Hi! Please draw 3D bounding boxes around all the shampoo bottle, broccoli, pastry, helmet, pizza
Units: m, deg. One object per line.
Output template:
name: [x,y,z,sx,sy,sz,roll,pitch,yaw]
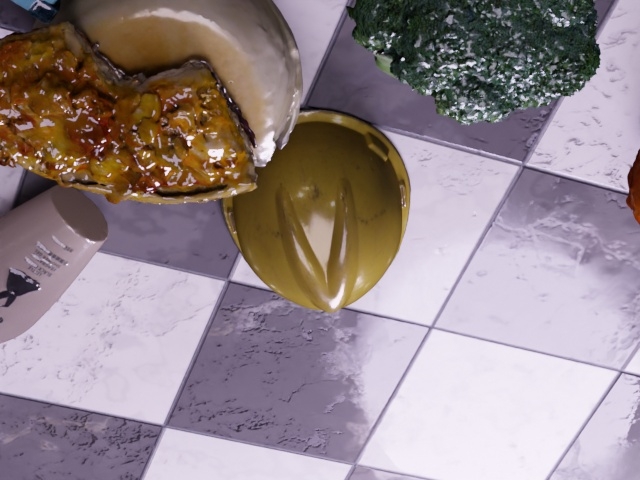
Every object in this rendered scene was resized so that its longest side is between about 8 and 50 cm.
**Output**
shampoo bottle: [-0.342,0.042,1.628,0.257,0.078,0.127,-37,124,26]
broccoli: [0.128,-0.224,1.364,0.270,0.270,0.270,15,161,-17]
pastry: [-0.146,-0.162,1.433,0.265,0.133,0.265,-2,131,-2]
helmet: [0.000,0.000,1.586,0.205,0.140,0.257,-8,128,2]
pizza: [-0.192,-0.102,1.347,0.305,0.085,0.161,18,131,-17]

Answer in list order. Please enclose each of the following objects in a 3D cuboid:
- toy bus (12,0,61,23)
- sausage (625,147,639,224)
toy bus: [-0.303,-0.326,1.284,0.271,0.133,0.165,31,117,-24]
sausage: [0.431,-0.021,1.587,0.141,0.153,0.268,-50,122,-6]
